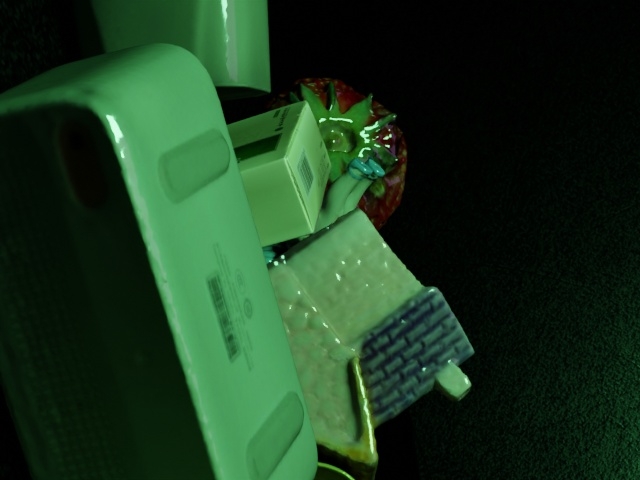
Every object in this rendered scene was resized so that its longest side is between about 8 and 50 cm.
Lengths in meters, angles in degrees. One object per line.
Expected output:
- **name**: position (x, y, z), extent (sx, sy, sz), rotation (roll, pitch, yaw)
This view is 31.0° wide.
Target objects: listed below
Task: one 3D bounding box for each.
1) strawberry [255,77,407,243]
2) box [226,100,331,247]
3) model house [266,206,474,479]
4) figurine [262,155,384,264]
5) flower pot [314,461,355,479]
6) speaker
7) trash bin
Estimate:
- **strawberry**: position (-0.006, -0.085, 1.684), extent (0.238, 0.250, 0.288), rotation (47, -20, 12)
- **box**: position (-0.087, -0.066, 1.308), extent (0.212, 0.168, 0.095), rotation (-77, 147, -66)
- **model house**: position (0.022, 0.138, 1.243), extent (0.237, 0.237, 0.202), rotation (50, -18, 19)
- **figurine**: position (-0.012, -0.007, 1.487), extent (0.103, 0.260, 0.205), rotation (40, 19, 8)
- **flower pot**: position (-0.034, 0.313, 1.178), extent (0.179, 0.195, 0.195), rotation (83, -3, -79)
- **speaker**: position (-0.141, 0.066, 0.884), extent (0.184, 0.183, 0.406), rotation (-51, 128, -69)
- **trash bin**: position (-0.149, -0.264, 1.143), extent (0.219, 0.220, 0.250), rotation (-15, 100, -78)
